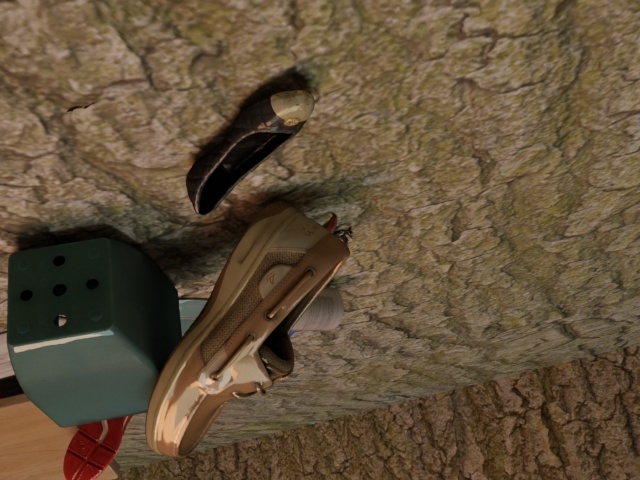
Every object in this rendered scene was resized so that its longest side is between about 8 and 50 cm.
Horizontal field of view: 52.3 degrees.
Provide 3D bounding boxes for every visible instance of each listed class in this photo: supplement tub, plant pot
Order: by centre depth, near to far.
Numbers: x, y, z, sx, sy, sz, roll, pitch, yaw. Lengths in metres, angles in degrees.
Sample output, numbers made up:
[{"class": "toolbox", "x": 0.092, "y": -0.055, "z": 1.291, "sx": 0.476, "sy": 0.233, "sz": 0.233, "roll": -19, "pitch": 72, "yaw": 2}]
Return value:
[{"class": "plant pot", "x": -0.263, "y": 0.101, "z": 0.758, "sx": 0.165, "sy": 0.166, "sz": 0.234, "roll": -10, "pitch": 155, "yaw": -5}, {"class": "supplement tub", "x": -0.026, "y": 0.102, "z": 0.994, "sx": 0.107, "sy": 0.071, "sz": 0.071, "roll": 7, "pitch": 152, "yaw": -37}]

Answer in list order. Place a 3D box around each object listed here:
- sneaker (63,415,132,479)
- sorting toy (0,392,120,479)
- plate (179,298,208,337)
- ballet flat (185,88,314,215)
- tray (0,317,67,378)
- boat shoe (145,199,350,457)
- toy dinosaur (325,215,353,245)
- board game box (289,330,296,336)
[{"class": "sneaker", "x": -0.373, "y": 0.340, "z": 1.194, "sx": 0.087, "sy": 0.221, "sz": 0.128, "roll": 28, "pitch": 169, "yaw": 11}, {"class": "sorting toy", "x": -0.548, "y": 0.367, "z": 1.240, "sx": 0.257, "sy": 0.089, "sz": 0.255, "roll": -13, "pitch": 127, "yaw": 8}, {"class": "plate", "x": -0.236, "y": 0.134, "z": 1.029, "sx": 0.188, "sy": 0.024, "sz": 0.188, "roll": -11, "pitch": 158, "yaw": -4}, {"class": "ballet flat", "x": -0.060, "y": -0.075, "z": 0.567, "sx": 0.057, "sy": 0.049, "sz": 0.173, "roll": 6, "pitch": 152, "yaw": -39}, {"class": "tray", "x": -0.473, "y": 0.178, "z": 1.013, "sx": 0.270, "sy": 0.030, "sz": 0.145, "roll": -17, "pitch": 157, "yaw": 13}, {"class": "boat shoe", "x": -0.088, "y": 0.125, "z": 0.733, "sx": 0.341, "sy": 0.110, "sz": 0.121, "roll": -61, "pitch": 166, "yaw": 18}, {"class": "toy dinosaur", "x": 0.000, "y": 0.000, "z": 0.828, "sx": 0.082, "sy": 0.047, "sz": 0.090, "roll": -11, "pitch": 127, "yaw": 23}, {"class": "board game box", "x": -0.105, "y": 0.139, "z": 1.101, "sx": 0.133, "sy": 0.033, "sz": 0.169, "roll": 7, "pitch": 147, "yaw": -28}]
